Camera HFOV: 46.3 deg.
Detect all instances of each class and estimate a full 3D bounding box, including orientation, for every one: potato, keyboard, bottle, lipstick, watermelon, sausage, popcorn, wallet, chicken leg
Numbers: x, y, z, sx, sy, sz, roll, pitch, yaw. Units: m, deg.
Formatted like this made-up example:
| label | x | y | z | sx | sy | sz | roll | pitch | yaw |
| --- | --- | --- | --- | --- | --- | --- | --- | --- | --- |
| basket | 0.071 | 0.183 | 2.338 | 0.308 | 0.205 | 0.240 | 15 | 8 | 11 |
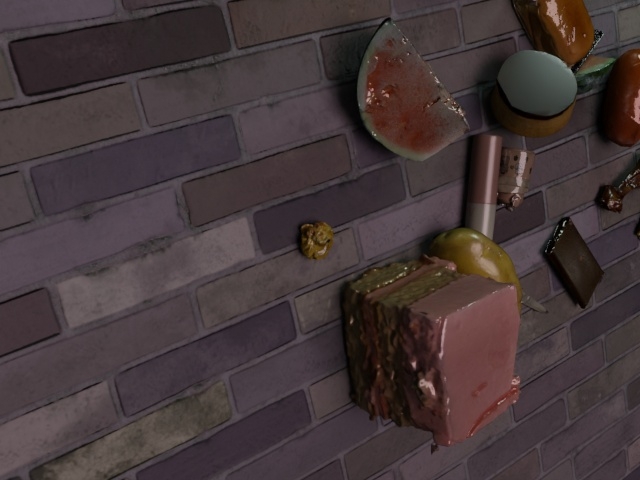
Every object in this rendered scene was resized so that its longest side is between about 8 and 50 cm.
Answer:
| label | x | y | z | sx | sy | sz | roll | pitch | yaw |
| --- | --- | --- | --- | --- | --- | --- | --- | --- | --- |
| potato | 0.371 | 0.093 | 1.746 | 0.300 | 0.172 | 0.140 | 55 | 24 | -22 |
| keyboard | 0.656 | -0.476 | 1.920 | 0.195 | 0.060 | 0.018 | -53 | 156 | -17 |
| bottle | 0.463 | -0.147 | 1.817 | 0.098 | 0.099 | 0.152 | 2 | 99 | -34 |
| lipstick | 0.386 | -0.122 | 1.781 | 0.070 | 0.070 | 0.255 | 0 | 97 | -34 |
| watermelon | 0.174 | -0.324 | 1.540 | 0.305 | 0.180 | 0.224 | 45 | 62 | -32 |
| sausage | 0.830 | -0.382 | 2.008 | 0.133 | 0.133 | 0.259 | 4 | 98 | -34 |
| popcorn | 0.000 | 0.000 | 1.533 | 0.084 | 0.084 | 0.084 | -6 | 100 | -33 |
| watermelon | 0.678 | -0.426 | 1.952 | 0.155 | 0.080 | 0.101 | -29 | 148 | -30 |
| wallet | 0.691 | 0.062 | 2.038 | 0.243 | 0.039 | 0.133 | 47 | 65 | -29 |
| chicken leg | 0.894 | -0.171 | 2.118 | 0.304 | 0.093 | 0.113 | -29 | 95 | -19 |

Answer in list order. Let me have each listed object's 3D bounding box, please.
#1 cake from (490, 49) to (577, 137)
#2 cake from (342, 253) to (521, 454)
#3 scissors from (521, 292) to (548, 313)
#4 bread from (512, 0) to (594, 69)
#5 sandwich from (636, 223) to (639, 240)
| label | x | y | z | sx | sy | sz | roll | pitch | yaw |
| --- | --- | --- | --- | --- | --- | --- | --- | --- | --- |
| cake | 0.493 | -0.330 | 1.781 | 0.207 | 0.178 | 0.185 | 11 | 68 | -3 |
| cake | 0.238 | 0.217 | 1.590 | 0.293 | 0.306 | 0.315 | -22 | 109 | -32 |
| scissors | 0.501 | 0.134 | 1.929 | 0.300 | 0.022 | 0.109 | 28 | 85 | -35 |
| bread | 0.576 | -0.543 | 1.826 | 0.136 | 0.107 | 0.241 | -46 | 119 | -16 |
| sandwich | 1.027 | -0.095 | 2.210 | 0.090 | 0.088 | 0.244 | 43 | 74 | -27 |
